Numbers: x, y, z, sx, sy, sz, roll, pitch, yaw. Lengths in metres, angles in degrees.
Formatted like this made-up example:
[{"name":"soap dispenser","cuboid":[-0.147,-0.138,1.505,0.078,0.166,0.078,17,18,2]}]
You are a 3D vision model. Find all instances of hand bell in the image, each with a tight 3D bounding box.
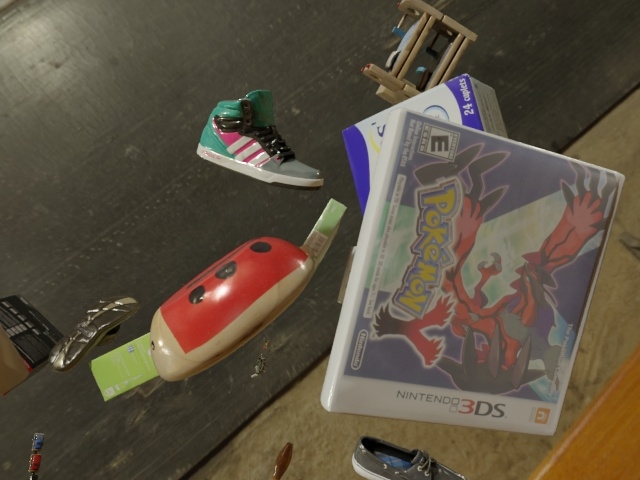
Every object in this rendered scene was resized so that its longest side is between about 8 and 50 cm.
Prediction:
[{"name":"hand bell","cuboid":[-0.131,0.673,1.465,0.126,0.126,0.242,23,84,-3]}]

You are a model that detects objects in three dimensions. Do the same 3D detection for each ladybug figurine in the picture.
[{"name":"ladybug figurine","cuboid":[-0.212,0.136,1.236,0.449,0.305,0.162,-37,102,-9]}]

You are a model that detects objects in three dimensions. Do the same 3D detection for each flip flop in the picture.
[{"name":"flip flop","cuboid":[-0.616,0.259,1.474,0.112,0.080,0.277,20,53,28]}]

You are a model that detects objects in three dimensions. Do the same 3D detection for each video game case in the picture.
[{"name":"video game case","cuboid":[0.109,0.031,0.369,0.183,0.023,0.201,12,94,-17]}]

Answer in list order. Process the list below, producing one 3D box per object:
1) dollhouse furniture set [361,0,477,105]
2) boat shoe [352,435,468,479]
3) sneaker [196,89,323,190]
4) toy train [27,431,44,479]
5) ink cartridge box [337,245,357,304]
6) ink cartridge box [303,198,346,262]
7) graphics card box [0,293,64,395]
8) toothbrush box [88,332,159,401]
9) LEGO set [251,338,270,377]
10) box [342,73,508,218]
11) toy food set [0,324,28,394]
[{"name":"dollhouse furniture set","cuboid":[0.149,-0.308,0.908,0.129,0.183,0.129,28,98,-9]},{"name":"boat shoe","cuboid":[0.171,0.420,0.994,0.229,0.080,0.076,14,117,21]},{"name":"sneaker","cuboid":[-0.114,-0.225,1.136,0.296,0.124,0.178,20,109,12]},{"name":"toy train","cuboid":[-0.735,0.570,1.375,0.027,0.036,0.158,16,46,-33]},{"name":"ink cartridge box","cuboid":[0.199,0.096,1.338,0.065,0.333,0.165,31,68,-40]},{"name":"ink cartridge box","cuboid":[0.000,0.000,1.499,0.056,0.235,0.171,30,74,2]},{"name":"graphics card box","cuboid":[-0.853,0.271,1.474,0.094,0.371,0.233,-45,97,-5]},{"name":"toothbrush box","cuboid":[-0.466,0.322,1.514,0.283,0.206,0.122,-25,86,0]},{"name":"LEGO set","cuboid":[-0.115,0.242,1.082,0.023,0.054,0.083,21,73,1]},{"name":"box","cuboid":[0.106,-0.066,0.506,0.137,0.072,0.126,-19,80,36]},{"name":"toy food set","cuboid":[-0.529,0.071,0.652,0.306,0.219,0.092,13,43,15]}]
